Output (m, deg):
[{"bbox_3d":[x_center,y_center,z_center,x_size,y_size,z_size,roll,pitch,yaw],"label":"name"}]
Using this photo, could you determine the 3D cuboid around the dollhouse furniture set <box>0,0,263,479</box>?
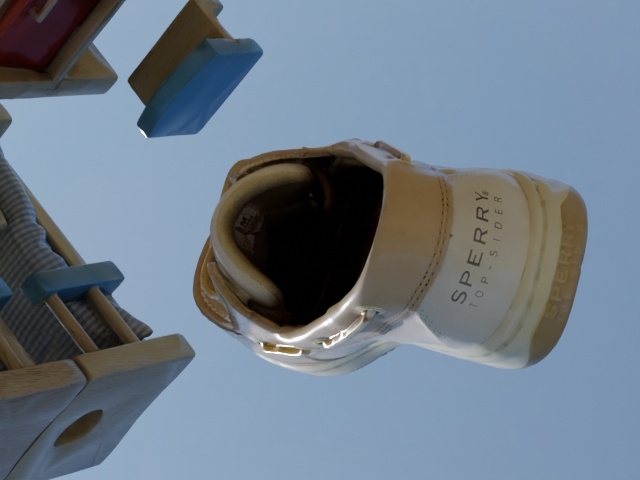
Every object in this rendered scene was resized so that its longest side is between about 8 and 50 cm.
[{"bbox_3d":[-0.099,-0.020,0.664,0.129,0.184,0.129,51,-153,17],"label":"dollhouse furniture set"}]

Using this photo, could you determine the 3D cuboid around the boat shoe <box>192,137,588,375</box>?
[{"bbox_3d":[0.000,0.000,0.507,0.059,0.063,0.170,17,169,-25],"label":"boat shoe"}]
